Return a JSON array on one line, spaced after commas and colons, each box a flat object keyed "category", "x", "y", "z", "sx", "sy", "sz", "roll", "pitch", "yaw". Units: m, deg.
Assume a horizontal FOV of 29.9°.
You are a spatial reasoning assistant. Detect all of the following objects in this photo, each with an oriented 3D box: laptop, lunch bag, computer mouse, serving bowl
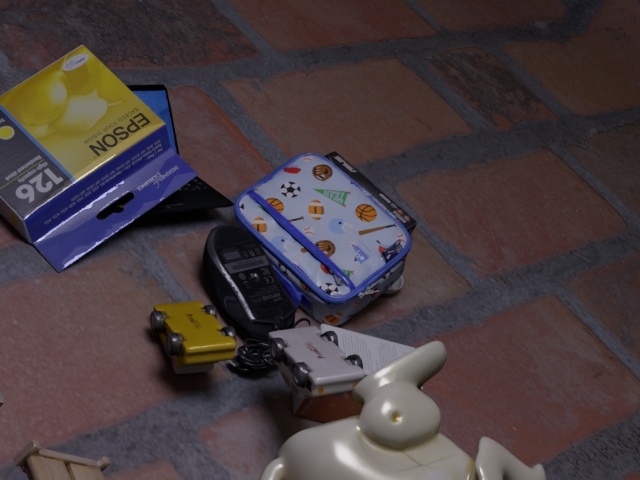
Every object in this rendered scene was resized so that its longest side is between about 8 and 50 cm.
[{"category": "laptop", "x": -0.307, "y": -0.162, "z": 2.113, "sx": 0.234, "sy": 0.137, "sz": 0.264, "roll": -9, "pitch": 33, "yaw": -41}, {"category": "lunch bag", "x": 0.000, "y": 0.000, "z": 2.127, "sx": 0.243, "sy": 0.115, "sz": 0.303, "roll": -35, "pitch": 67, "yaw": -30}, {"category": "computer mouse", "x": -0.123, "y": 0.101, "z": 1.996, "sx": 0.188, "sy": 0.072, "sz": 0.272, "roll": -7, "pitch": 61, "yaw": -43}, {"category": "serving bowl", "x": 0.112, "y": 0.071, "z": 2.227, "sx": 0.083, "sy": 0.027, "sz": 0.083, "roll": 19, "pitch": 36, "yaw": -15}]

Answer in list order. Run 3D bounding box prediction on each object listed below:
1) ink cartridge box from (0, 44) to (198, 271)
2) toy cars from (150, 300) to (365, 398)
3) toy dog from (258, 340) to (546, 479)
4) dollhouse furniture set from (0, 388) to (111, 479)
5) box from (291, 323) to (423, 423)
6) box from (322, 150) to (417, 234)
[{"category": "ink cartridge box", "x": -0.414, "y": -0.144, "z": 1.985, "sx": 0.307, "sy": 0.072, "sz": 0.303, "roll": 41, "pitch": 61, "yaw": 18}, {"category": "toy cars", "x": -0.102, "y": 0.178, "z": 1.798, "sx": 0.393, "sy": 0.087, "sz": 0.176, "roll": 11, "pitch": 20, "yaw": 24}, {"category": "toy dog", "x": 0.146, "y": 0.395, "z": 1.639, "sx": 0.395, "sy": 0.284, "sz": 0.408, "roll": -15, "pitch": 57, "yaw": -45}, {"category": "dollhouse furniture set", "x": -0.379, "y": 0.345, "z": 1.519, "sx": 0.355, "sy": 0.174, "sz": 0.303, "roll": 29, "pitch": 23, "yaw": -49}, {"category": "box", "x": 0.055, "y": 0.224, "z": 1.908, "sx": 0.170, "sy": 0.130, "sz": 0.091, "roll": 15, "pitch": 39, "yaw": -19}, {"category": "box", "x": 0.048, "y": -0.063, "z": 2.323, "sx": 0.231, "sy": 0.056, "sz": 0.183, "roll": 42, "pitch": 36, "yaw": 17}]
